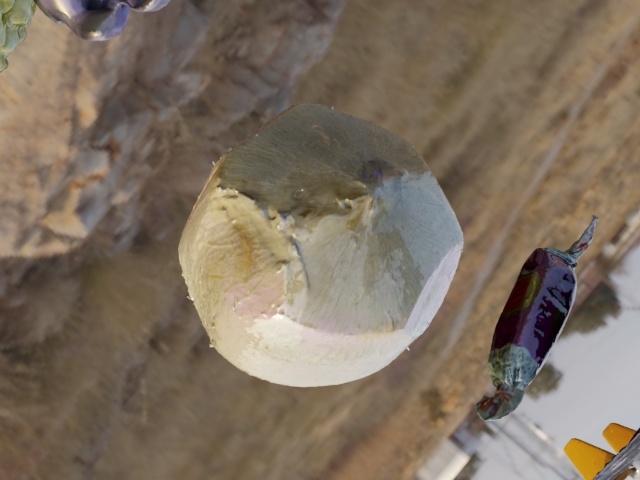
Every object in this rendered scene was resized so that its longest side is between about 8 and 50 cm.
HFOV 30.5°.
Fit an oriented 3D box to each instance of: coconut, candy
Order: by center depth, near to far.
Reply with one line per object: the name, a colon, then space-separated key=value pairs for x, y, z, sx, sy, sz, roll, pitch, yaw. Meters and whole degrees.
candy: x=0.147 y=0.050 z=0.804 sx=0.045 sy=0.043 sz=0.175 roll=-31 pitch=-155 yaw=56
coconut: x=-0.002 y=0.000 z=0.971 sx=0.227 sy=0.227 sz=0.230 roll=-43 pitch=172 yaw=-35

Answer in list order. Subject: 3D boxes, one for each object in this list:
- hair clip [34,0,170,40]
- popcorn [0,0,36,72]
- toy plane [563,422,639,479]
hair clip: x=-0.100 y=-0.197 z=0.640 sx=0.195 sy=0.124 sz=0.052 roll=-39 pitch=162 yaw=26
popcorn: x=-0.425 y=-0.235 z=1.193 sx=0.237 sy=0.206 sz=0.252 roll=25 pitch=98 yaw=-37
toy plane: x=0.302 y=0.113 z=0.852 sx=0.204 sy=0.103 sz=0.316 roll=-11 pitch=148 yaw=-37
